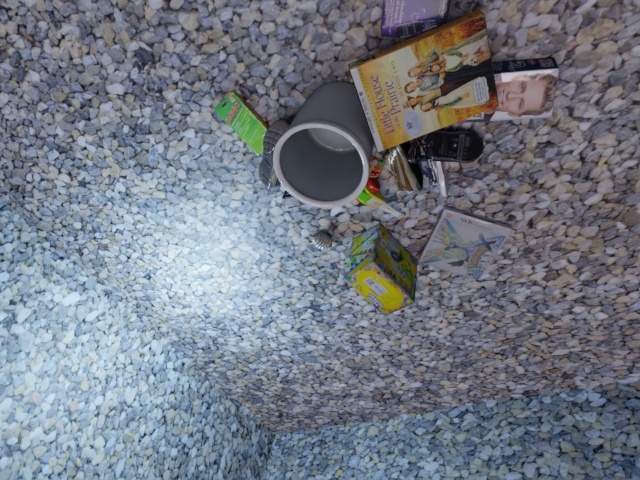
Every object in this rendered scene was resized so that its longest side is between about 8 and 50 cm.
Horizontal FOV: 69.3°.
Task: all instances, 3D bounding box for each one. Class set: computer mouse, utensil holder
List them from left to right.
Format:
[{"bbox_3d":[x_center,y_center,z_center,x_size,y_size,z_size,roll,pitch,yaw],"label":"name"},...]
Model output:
[{"bbox_3d":[0.036,-0.358,1.682,0.328,0.385,0.327,7,130,9],"label":"utensil holder"},{"bbox_3d":[0.473,-0.365,1.750,0.273,0.072,0.188,10,97,2],"label":"computer mouse"}]

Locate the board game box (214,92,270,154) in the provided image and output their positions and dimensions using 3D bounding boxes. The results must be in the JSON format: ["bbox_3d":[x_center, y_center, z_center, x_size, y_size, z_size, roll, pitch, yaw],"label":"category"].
[{"bbox_3d":[-0.304,-0.481,1.906,0.124,0.039,0.259,-30,120,32],"label":"board game box"}]

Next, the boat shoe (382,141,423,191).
[{"bbox_3d":[0.302,-0.317,1.823,0.120,0.122,0.323,-11,125,29],"label":"boat shoe"}]

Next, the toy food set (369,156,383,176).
[{"bbox_3d":[0.215,-0.301,1.899,0.083,0.020,0.082,20,93,7],"label":"toy food set"}]

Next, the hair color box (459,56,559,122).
[{"bbox_3d":[0.607,-0.509,1.583,0.348,0.105,0.173,0,130,15],"label":"hair color box"}]

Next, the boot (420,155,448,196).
[{"bbox_3d":[0.459,-0.261,1.868,0.086,0.069,0.189,-4,120,27],"label":"boot"}]

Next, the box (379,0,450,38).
[{"bbox_3d":[0.302,-0.734,1.474,0.207,0.108,0.153,8,131,10],"label":"box"}]

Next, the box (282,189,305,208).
[{"bbox_3d":[-0.005,-0.240,1.907,0.270,0.216,0.060,-12,123,24],"label":"box"}]

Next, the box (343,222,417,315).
[{"bbox_3d":[0.281,0.130,2.100,0.177,0.279,0.290,-32,115,34],"label":"box"}]

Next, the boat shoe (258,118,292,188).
[{"bbox_3d":[-0.160,-0.362,1.911,0.132,0.130,0.355,57,146,21],"label":"boat shoe"}]

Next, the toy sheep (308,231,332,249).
[{"bbox_3d":[0.000,0.000,2.198,0.132,0.091,0.091,19,135,-26],"label":"toy sheep"}]

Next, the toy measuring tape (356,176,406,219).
[{"bbox_3d":[0.239,-0.195,1.978,0.330,0.121,0.121,23,136,-35],"label":"toy measuring tape"}]

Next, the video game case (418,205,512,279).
[{"bbox_3d":[0.637,0.019,2.069,0.300,0.036,0.328,17,132,1],"label":"video game case"}]

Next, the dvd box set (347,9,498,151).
[{"bbox_3d":[0.332,-0.493,1.477,0.421,0.062,0.307,-19,125,8],"label":"dvd box set"}]
